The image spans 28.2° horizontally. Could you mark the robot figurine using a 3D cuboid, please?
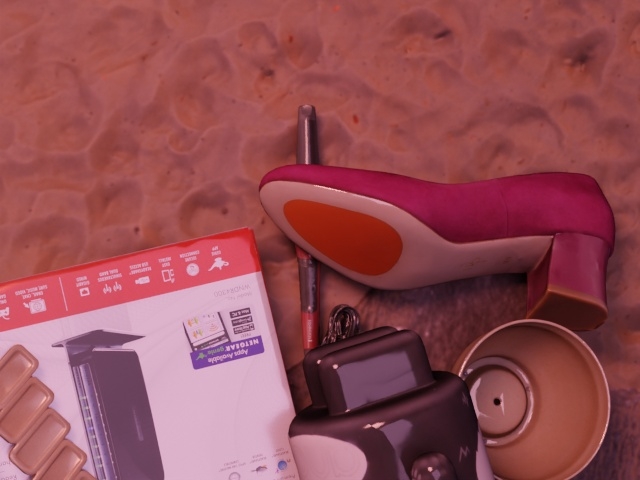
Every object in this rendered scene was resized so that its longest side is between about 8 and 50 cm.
[{"bbox_3d":[0.074,0.221,1.152,0.173,0.209,0.278,-15,93,25],"label":"robot figurine"}]

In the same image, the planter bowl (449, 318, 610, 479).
[{"bbox_3d":[0.191,0.161,1.274,0.162,0.109,0.162,2,84,-15],"label":"planter bowl"}]

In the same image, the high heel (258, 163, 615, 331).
[{"bbox_3d":[0.122,-0.037,1.282,0.377,0.127,0.181,21,50,-16],"label":"high heel"}]

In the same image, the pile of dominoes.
[{"bbox_3d":[-0.285,0.238,1.093,0.196,0.040,0.251,-30,96,-31],"label":"pile of dominoes"}]

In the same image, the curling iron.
[{"bbox_3d":[0.000,0.000,1.280,0.068,0.035,0.274,-6,84,-27],"label":"curling iron"}]

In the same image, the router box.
[{"bbox_3d":[-0.193,0.170,1.187,0.335,0.082,0.301,-14,88,-16],"label":"router box"}]
